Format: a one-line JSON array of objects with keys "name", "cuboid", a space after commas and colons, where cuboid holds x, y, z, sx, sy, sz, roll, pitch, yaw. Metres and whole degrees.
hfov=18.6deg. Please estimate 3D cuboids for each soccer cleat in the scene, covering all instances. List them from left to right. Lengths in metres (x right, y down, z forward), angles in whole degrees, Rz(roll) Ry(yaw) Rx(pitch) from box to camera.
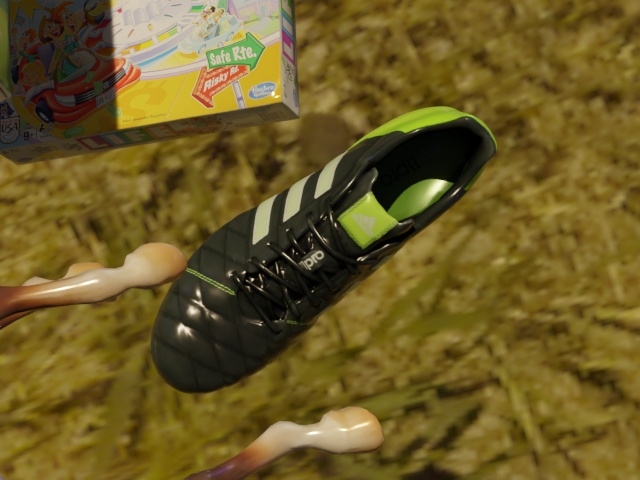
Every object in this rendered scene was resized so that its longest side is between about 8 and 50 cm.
[{"name": "soccer cleat", "cuboid": [0.000, 0.000, 0.846, 0.179, 0.072, 0.060, -40, 97, -12]}]

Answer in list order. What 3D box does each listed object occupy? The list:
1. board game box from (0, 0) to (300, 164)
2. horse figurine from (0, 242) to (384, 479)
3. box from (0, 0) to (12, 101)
[{"name": "board game box", "cuboid": [-0.088, -0.100, 0.974, 0.026, 0.154, 0.103, 39, 45, -65]}, {"name": "horse figurine", "cuboid": [-0.085, 0.060, 0.486, 0.174, 0.263, 0.066, -21, 134, -33]}, {"name": "box", "cuboid": [-0.173, -0.230, 0.661, 0.232, 0.058, 0.322, 53, 31, -66]}]
